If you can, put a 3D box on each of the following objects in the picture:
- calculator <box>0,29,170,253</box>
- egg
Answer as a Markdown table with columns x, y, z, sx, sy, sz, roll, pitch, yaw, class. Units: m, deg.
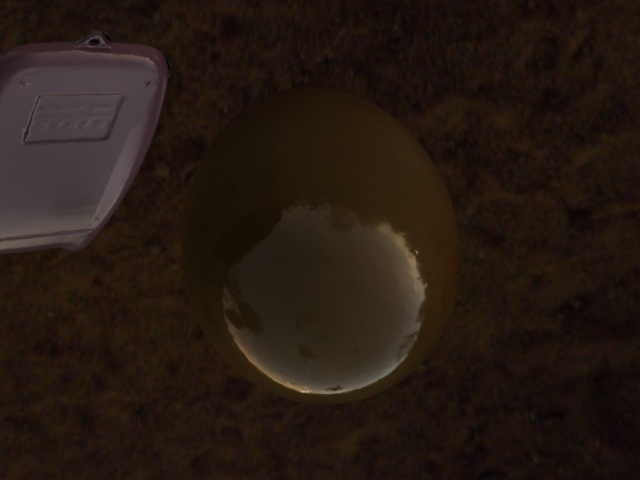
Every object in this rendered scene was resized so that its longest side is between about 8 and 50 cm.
| x | y | z | sx | sy | sz | roll | pitch | yaw | class |
| --- | --- | --- | --- | --- | --- | --- | --- | --- | --- |
| -0.240 | -0.072 | 1.013 | 0.194 | 0.043 | 0.294 | -6 | 146 | -36 | calculator |
| 0.000 | 0.000 | 1.246 | 0.301 | 0.374 | 0.301 | -1 | 138 | -1 | egg |
